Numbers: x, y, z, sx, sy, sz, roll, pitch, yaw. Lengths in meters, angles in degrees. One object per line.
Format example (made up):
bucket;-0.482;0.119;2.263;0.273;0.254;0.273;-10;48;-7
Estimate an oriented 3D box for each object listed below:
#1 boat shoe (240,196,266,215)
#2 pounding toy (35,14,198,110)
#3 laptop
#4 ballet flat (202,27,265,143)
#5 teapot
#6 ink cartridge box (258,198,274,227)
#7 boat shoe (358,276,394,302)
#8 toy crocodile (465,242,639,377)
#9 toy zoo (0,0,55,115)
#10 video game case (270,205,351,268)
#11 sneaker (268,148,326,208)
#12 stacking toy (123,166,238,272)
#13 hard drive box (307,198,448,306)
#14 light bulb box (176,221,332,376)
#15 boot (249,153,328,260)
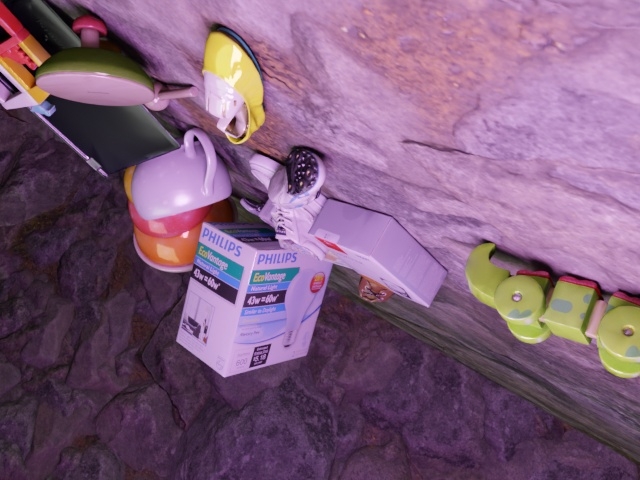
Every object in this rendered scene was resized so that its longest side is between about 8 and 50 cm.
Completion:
boat shoe;-0.166;-0.091;1.621;0.142;0.040;0.049;32;-159;-9
pounding toy;-0.345;-0.298;0.929;0.236;0.110;0.182;1;180;-37
laptop;-0.522;-0.355;1.206;0.382;0.236;0.408;50;-169;-35
ballet flat;-0.117;-0.188;0.739;0.077;0.077;0.231;31;172;5
teapot;-0.339;-0.166;1.311;0.252;0.255;0.187;-77;-27;-77
ink cartridge box;-0.074;-0.050;1.445;0.109;0.063;0.150;37;169;-39
boat shoe;0.157;0.108;1.407;0.110;0.105;0.307;30;172;8
toy crocodile;0.347;0.097;0.736;0.340;0.105;0.115;19;165;38
toy zoo;-0.607;-0.355;1.028;0.192;0.030;0.293;-10;133;33
video game case;0.000;0.000;1.326;0.226;0.026;0.206;17;159;10
sneaker;-0.028;-0.103;0.965;0.086;0.085;0.237;6;175;-17
stacking toy;-0.462;-0.157;1.650;0.350;0.351;0.480;28;154;24
hard drive box;0.118;0.024;1.114;0.181;0.089;0.232;21;167;49
light bulb box;-0.177;0.149;1.589;0.225;0.361;0.357;24;-164;35
boot;-0.061;-0.059;1.133;0.258;0.123;0.095;35;171;-24
